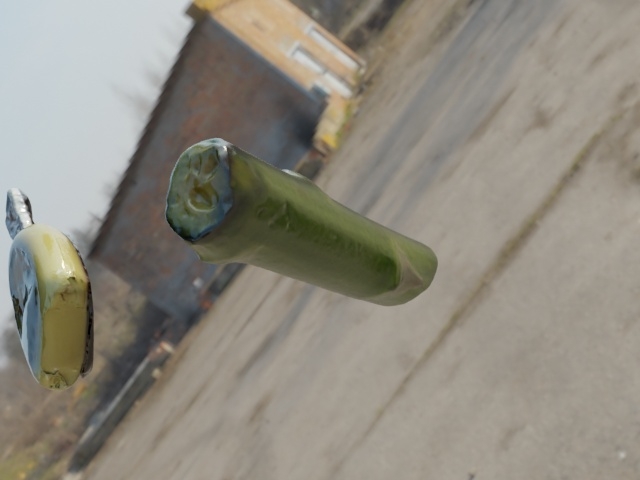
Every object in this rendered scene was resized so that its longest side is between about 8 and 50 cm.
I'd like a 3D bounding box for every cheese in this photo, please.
[{"bbox_3d":[-0.173,0.015,0.715,0.162,0.036,0.086,-126,37,-51],"label":"cheese"}]

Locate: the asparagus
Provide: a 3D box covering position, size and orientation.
[{"bbox_3d":[-0.002,0.000,0.734,0.060,0.067,0.278,-37,-29,17],"label":"asparagus"}]
